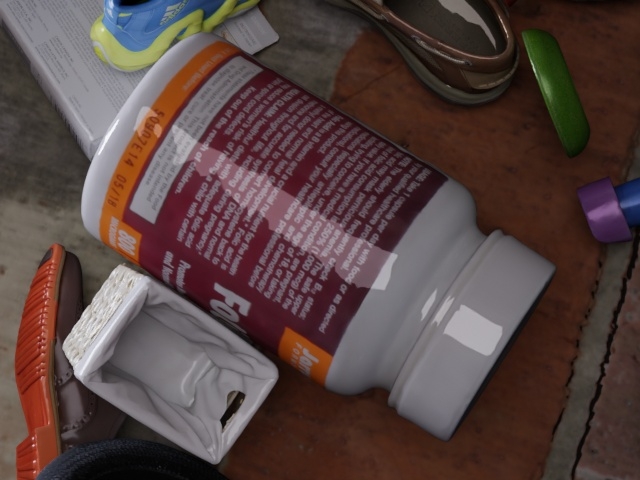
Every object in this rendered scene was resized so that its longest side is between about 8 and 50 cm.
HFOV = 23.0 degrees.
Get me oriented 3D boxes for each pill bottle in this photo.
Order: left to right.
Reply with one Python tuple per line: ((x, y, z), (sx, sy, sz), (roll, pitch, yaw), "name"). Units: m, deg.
((0.000, 0.000, 1.432), (0.392, 0.224, 0.224), (32, 85, 10), "pill bottle")

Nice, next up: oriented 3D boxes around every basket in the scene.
((-0.143, 0.111, 1.455), (0.167, 0.103, 0.113), (37, 85, -26), "basket")

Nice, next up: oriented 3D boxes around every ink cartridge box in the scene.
((-0.184, -0.210, 1.582), (0.224, 0.056, 0.181), (-31, 78, -19), "ink cartridge box")

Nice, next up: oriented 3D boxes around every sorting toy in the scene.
((0.253, -0.178, 1.452), (0.126, 0.127, 0.366), (-21, 99, 11), "sorting toy")

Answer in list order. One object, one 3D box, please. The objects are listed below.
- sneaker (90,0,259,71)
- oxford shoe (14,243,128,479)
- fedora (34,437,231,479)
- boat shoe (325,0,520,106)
((-0.117, -0.258, 1.514), (0.091, 0.126, 0.240), (44, 71, 8), "sneaker")
((-0.237, 0.138, 1.515), (0.098, 0.097, 0.271), (5, 75, -24), "oxford shoe")
((-0.156, 0.345, 1.408), (0.152, 0.334, 0.334), (-41, 77, 35), "fedora")
((0.067, -0.266, 1.500), (0.324, 0.116, 0.123), (38, 78, 2), "boat shoe")
